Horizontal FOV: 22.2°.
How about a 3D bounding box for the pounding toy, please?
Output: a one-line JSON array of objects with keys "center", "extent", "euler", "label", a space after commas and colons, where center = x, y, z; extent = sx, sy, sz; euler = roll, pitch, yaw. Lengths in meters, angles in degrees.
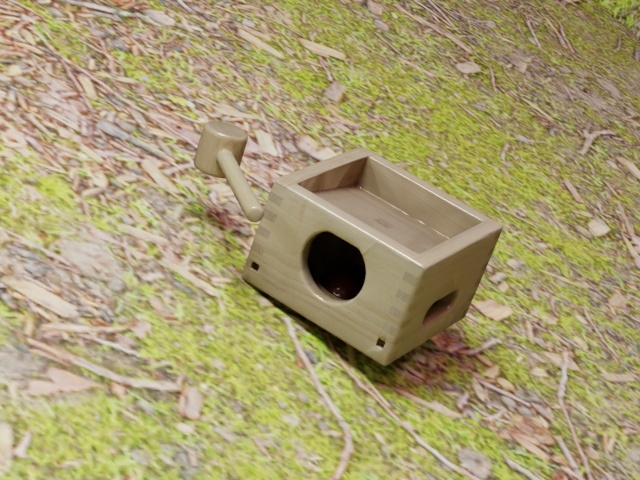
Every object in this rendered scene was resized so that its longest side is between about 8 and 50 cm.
[{"center": [-0.009, -0.001, 1.154], "extent": [0.206, 0.094, 0.181], "euler": [31, 27, 21], "label": "pounding toy"}]
